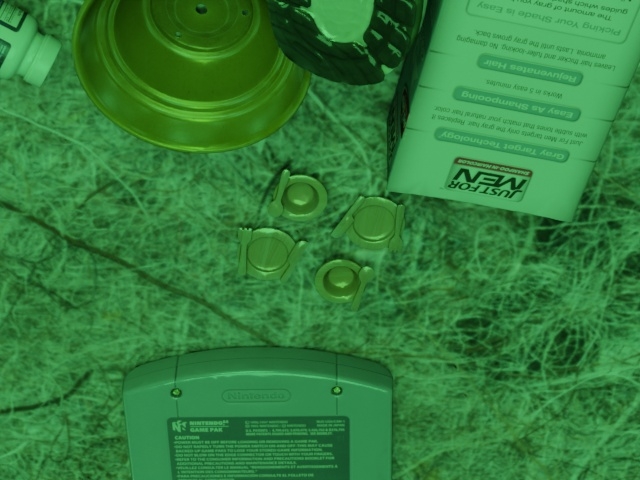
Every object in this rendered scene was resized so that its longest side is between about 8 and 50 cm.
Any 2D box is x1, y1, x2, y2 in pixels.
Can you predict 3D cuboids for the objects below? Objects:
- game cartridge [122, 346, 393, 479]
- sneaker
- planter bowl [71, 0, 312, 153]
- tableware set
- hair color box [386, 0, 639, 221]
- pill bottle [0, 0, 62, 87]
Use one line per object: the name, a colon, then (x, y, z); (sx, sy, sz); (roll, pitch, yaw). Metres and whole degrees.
game cartridge: (-0.067, 0.211, 1.555); (0.297, 0.062, 0.198); (0, 117, 0)
sneaker: (0.048, -0.342, 1.131); (0.158, 0.182, 0.410); (17, 125, 6)
planter bowl: (-0.113, -0.191, 1.278); (0.217, 0.090, 0.217); (1, 134, 1)
tableware set: (0.000, 0.000, 1.444); (0.169, 0.020, 0.141); (18, 119, -10)
hair color box: (0.189, -0.201, 1.231); (0.185, 0.113, 0.374); (10, 130, -7)
pill bottle: (-0.306, -0.192, 1.300); (0.120, 0.067, 0.067); (27, 118, -15)
